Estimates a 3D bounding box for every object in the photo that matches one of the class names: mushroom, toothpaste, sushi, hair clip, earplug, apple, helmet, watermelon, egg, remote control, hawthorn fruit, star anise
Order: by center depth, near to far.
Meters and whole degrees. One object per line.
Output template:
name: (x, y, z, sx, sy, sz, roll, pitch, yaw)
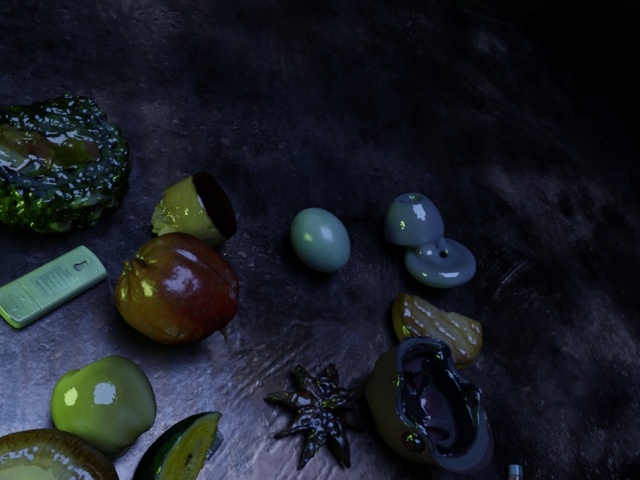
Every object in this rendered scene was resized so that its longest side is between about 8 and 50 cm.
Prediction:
mushroom: (-0.486, 0.485, 0.968, 0.346, 0.239, 0.344, 0, 89, -18)
apple: (-0.412, 0.315, 1.143, 0.200, 0.200, 0.200, 15, 52, -20)
watermelon: (-0.289, 0.462, 1.156, 0.129, 0.123, 0.301, 31, 55, -23)
hair clip: (-0.261, 0.450, 1.237, 0.054, 0.022, 0.137, 40, 57, 4)
remote control: (-0.587, 0.097, 1.297, 0.098, 0.038, 0.233, 46, 48, 7)
hawthorn fruit: (-0.312, 0.106, 1.309, 0.262, 0.258, 0.258, 9, 54, -25)
sushi: (-0.617, -0.167, 1.373, 0.352, 0.178, 0.294, -25, 75, -42)
star anise: (0.011, 0.396, 1.376, 0.272, 0.102, 0.271, 12, 54, -18)
helmet: (0.240, 0.408, 1.431, 0.271, 0.197, 0.338, -22, 79, -46)
toothpaste: (0.494, 0.674, 1.493, 0.056, 0.036, 0.205, 22, 54, -17)
egg: (0.000, 0.000, 1.615, 0.149, 0.149, 0.192, -26, 78, -39)
earplug: (0.324, 0.005, 1.774, 0.214, 0.175, 0.325, -30, 76, -38)

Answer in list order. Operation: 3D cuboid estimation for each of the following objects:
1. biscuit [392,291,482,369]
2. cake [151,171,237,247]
biscuit: (0.317, 0.260, 1.647, 0.274, 0.091, 0.213, 29, 46, -10)
cake: (-0.328, -0.054, 1.479, 0.185, 0.178, 0.208, 64, 16, -3)
